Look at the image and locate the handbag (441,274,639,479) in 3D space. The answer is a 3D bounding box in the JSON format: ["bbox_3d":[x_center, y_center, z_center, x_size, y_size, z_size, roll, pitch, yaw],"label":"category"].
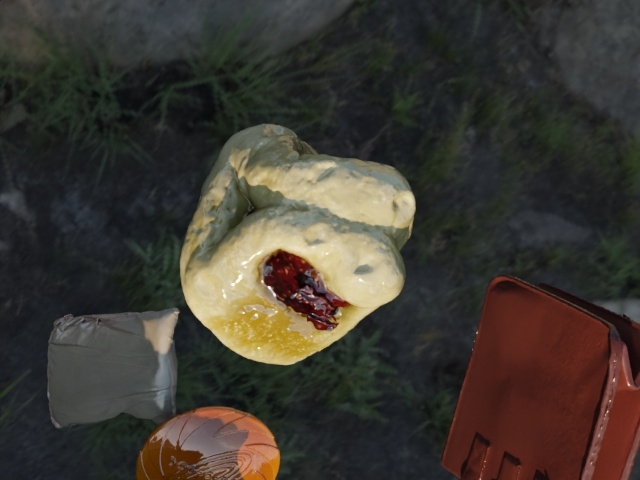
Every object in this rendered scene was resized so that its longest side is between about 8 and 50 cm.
[{"bbox_3d":[0.260,0.197,1.418,0.084,0.260,0.275,8,99,-32],"label":"handbag"}]

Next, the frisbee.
[{"bbox_3d":[-0.146,0.302,1.605,0.192,0.192,0.035,19,25,-23],"label":"frisbee"}]

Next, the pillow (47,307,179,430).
[{"bbox_3d":[-0.287,0.184,1.693,0.067,0.270,0.173,-6,91,-51],"label":"pillow"}]

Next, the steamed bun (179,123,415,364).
[{"bbox_3d":[0.000,0.000,0.899,0.141,0.155,0.172,39,59,-37],"label":"steamed bun"}]
